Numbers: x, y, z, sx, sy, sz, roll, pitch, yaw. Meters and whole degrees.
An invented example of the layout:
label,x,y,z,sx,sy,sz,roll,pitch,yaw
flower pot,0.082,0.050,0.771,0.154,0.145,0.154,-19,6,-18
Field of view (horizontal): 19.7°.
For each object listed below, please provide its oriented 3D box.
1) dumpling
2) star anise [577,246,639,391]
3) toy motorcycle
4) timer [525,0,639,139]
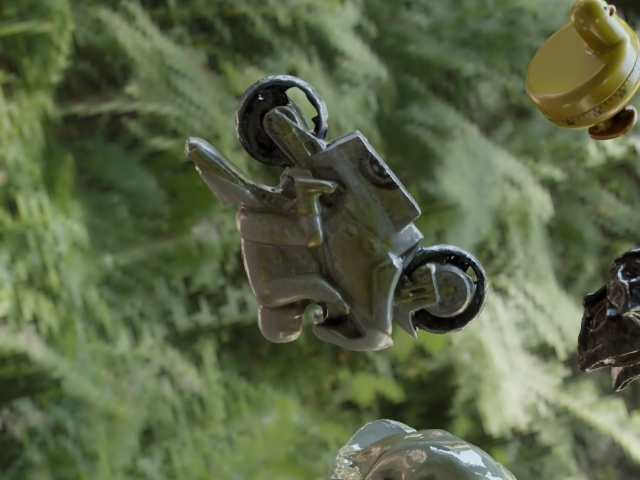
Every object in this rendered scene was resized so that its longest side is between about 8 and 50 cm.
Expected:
label,x,y,z,sx,sy,sz,roll,pitch,yaw
dumpling,0.112,0.258,1.857,0.250,0.162,0.132,29,-60,39
star anise,0.350,0.054,1.785,0.236,0.223,0.109,119,-42,-52
toy motorcycle,0.000,0.000,1.919,0.341,0.223,0.108,49,7,-8
timer,0.223,-0.152,1.577,0.109,0.107,0.107,44,6,-32
